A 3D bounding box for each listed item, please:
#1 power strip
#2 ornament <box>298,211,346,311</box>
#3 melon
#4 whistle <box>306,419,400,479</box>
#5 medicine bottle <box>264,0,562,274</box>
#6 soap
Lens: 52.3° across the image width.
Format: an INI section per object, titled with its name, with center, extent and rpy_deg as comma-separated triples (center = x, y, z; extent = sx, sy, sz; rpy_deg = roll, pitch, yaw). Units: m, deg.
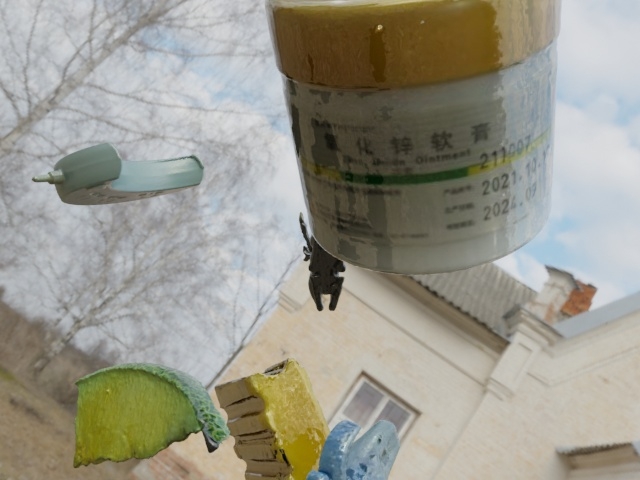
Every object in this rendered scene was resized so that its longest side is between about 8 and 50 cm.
[power strip]
center = -0.294, -0.091, 0.937
extent = 0.168, 0.253, 0.054
rpy_deg = -15, -92, 23
[ornament]
center = 0.000, 0.000, 1.328
extent = 0.080, 0.236, 0.202
rpy_deg = -1, -59, -4
[melon]
center = -0.168, 0.161, 0.596
extent = 0.262, 0.114, 0.053
rpy_deg = -12, -46, 48
[whistle]
center = 0.026, 0.318, 0.764
extent = 0.093, 0.269, 0.180
rpy_deg = 0, -58, 39
[medicine bottle]
center = 0.087, -0.123, 0.581
extent = 0.238, 0.238, 0.231
rpy_deg = 20, -49, 41
[soap]
center = -0.081, 0.314, 1.094
extent = 0.204, 0.096, 0.324
rpy_deg = 67, -23, 9
